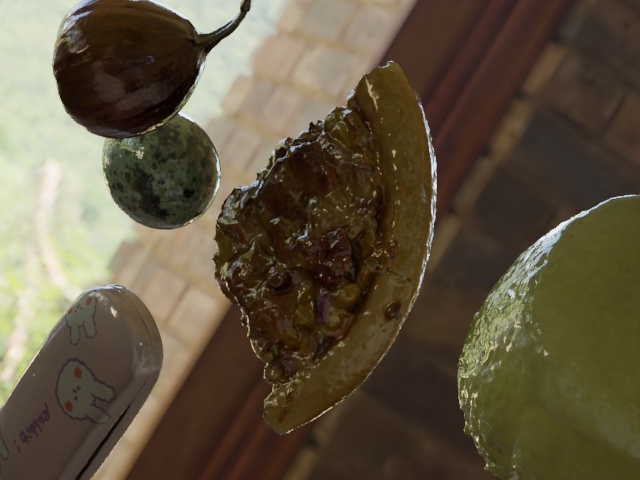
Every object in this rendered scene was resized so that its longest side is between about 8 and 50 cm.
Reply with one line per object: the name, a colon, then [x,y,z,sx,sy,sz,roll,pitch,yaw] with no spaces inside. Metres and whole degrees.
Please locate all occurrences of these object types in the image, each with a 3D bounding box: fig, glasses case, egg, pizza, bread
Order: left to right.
glasses case: [-0.247,0.164,1.924,0.075,0.297,0.113,-9,55,-45]
fig: [-0.183,-0.179,1.982,0.202,0.148,0.149,-5,5,-30]
egg: [-0.187,-0.088,2.238,0.132,0.132,0.172,33,15,-47]
pizza: [0.000,0.000,2.077,0.278,0.409,0.114,25,2,40]
bread: [0.263,0.117,1.454,0.320,0.320,0.237,31,-38,12]
